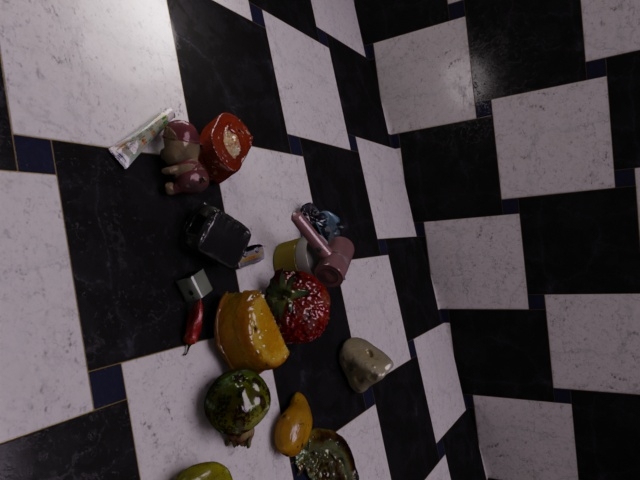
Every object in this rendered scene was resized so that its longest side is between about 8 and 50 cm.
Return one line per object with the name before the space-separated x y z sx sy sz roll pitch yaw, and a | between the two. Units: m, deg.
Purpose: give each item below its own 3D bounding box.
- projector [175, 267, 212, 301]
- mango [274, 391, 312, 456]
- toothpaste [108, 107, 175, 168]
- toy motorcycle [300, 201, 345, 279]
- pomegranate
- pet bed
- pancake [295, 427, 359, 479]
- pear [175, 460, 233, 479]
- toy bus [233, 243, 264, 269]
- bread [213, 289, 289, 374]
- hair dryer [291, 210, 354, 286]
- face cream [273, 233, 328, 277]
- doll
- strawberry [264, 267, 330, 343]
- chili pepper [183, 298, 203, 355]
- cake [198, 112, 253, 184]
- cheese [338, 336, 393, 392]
projector | -0.426 0.151 1.678 0.083 0.083 0.082 -42 113 -55
mango | -0.095 0.717 1.942 0.157 0.108 0.262 54 35 -24
toothpaste | -0.586 -0.356 1.671 0.056 0.058 0.314 107 8 -46
toy motorcycle | 0.032 0.011 2.375 0.232 0.172 0.416 -2 71 -52
pomegranate | -0.262 0.567 1.644 0.222 0.204 0.277 -15 87 -39
pet bed | -0.380 -0.019 1.774 0.211 0.159 0.183 34 76 -45
pancake | 0.038 0.953 2.096 0.427 0.066 0.305 65 35 -20
pear | -0.344 0.752 1.463 0.198 0.198 0.198 29 54 -50
toy bus | -0.289 0.065 1.959 0.172 0.057 0.072 -22 102 -57
bread | -0.256 0.351 1.754 0.340 0.194 0.179 68 26 -17
hair dryer | 0.000 0.000 2.052 0.352 0.125 0.210 53 36 -21
face cream | -0.071 0.095 2.169 0.218 0.179 0.218 29 54 -50
doll | -0.476 -0.285 1.721 0.196 0.152 0.256 -163 -116 -76
strawberry | -0.072 0.282 2.004 0.309 0.291 0.292 25 56 -35
chili pepper | -0.420 0.286 1.646 0.050 0.059 0.191 19 79 -31
cake | -0.379 -0.359 1.912 0.177 0.150 0.283 41 44 -25
cheese | 0.187 0.604 2.412 0.248 0.251 0.173 42 44 15
